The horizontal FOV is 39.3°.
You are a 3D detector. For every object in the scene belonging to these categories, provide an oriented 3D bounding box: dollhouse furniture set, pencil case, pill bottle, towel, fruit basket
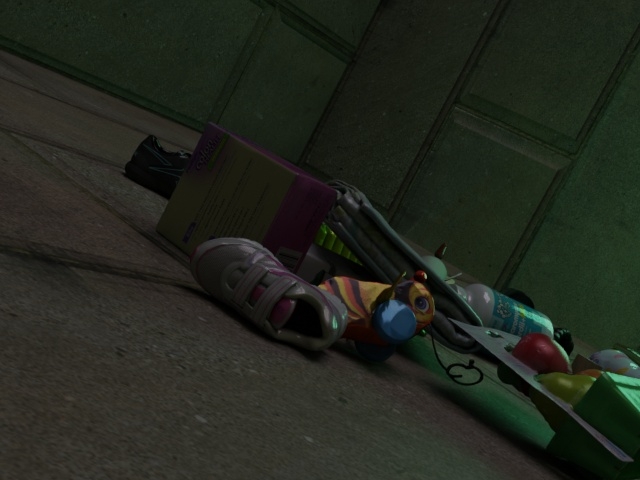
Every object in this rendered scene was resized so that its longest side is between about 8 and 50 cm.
[{"bbox_3d":[0.530,0.291,1.944,0.144,0.123,0.151,31,8,28],"label":"dollhouse furniture set"},{"bbox_3d":[0.652,0.317,1.870,0.124,0.113,0.273,35,5,-11],"label":"pencil case"},{"bbox_3d":[0.393,0.191,2.060,0.264,0.146,0.146,25,7,-20],"label":"pill bottle"},{"bbox_3d":[0.138,0.042,1.709,0.374,0.090,0.320,48,0,-12],"label":"towel"},{"bbox_3d":[0.400,0.257,1.497,0.353,0.165,0.327,33,8,34],"label":"fruit basket"}]

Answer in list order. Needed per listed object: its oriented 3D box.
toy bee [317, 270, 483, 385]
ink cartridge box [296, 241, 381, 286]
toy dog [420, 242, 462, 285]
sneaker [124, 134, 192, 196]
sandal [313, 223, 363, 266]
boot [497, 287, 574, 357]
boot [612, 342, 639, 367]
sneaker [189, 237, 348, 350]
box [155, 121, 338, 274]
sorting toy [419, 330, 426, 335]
[{"bbox_3d":[0.111,0.116,1.445,0.298,0.162,0.195,33,-41,-29],"label":"toy bee"},{"bbox_3d":[-0.003,0.067,1.643,0.219,0.093,0.160,26,8,-21],"label":"ink cartridge box"},{"bbox_3d":[0.300,0.084,2.428,0.220,0.161,0.334,26,7,-12],"label":"toy dog"},{"bbox_3d":[-0.291,-0.131,1.953,0.267,0.106,0.101,29,5,-5],"label":"sneaker"},{"bbox_3d":[0.000,0.000,2.075,0.317,0.126,0.138,25,3,-36],"label":"sandal"},{"bbox_3d":[0.575,0.241,2.436,0.260,0.131,0.348,24,15,30],"label":"boot"},{"bbox_3d":[0.743,0.357,2.105,0.213,0.165,0.077,40,18,34],"label":"boot"},{"bbox_3d":[-0.070,0.076,1.278,0.252,0.103,0.111,26,5,-5],"label":"sneaker"},{"bbox_3d":[-0.128,-0.049,1.516,0.243,0.214,0.117,32,8,38],"label":"box"},{"bbox_3d":[0.206,0.168,1.929,0.061,0.042,0.102,27,7,-5],"label":"sorting toy"}]
